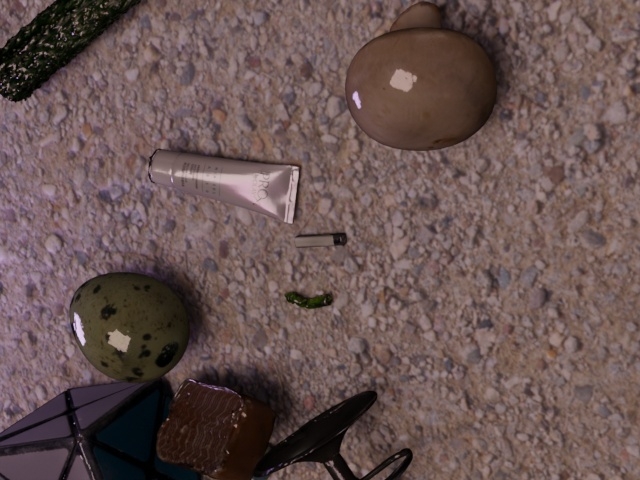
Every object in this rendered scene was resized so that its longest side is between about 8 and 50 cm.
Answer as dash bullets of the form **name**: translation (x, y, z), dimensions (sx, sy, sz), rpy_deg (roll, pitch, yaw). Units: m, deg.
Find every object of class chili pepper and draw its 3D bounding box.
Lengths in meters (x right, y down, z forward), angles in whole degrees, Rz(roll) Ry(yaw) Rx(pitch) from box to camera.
- **chili pepper**: translation (-0.020, 0.094, 1.752), dimensions (0.083, 0.022, 0.027), rpy_deg (2, 141, 28)

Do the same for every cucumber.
- **cucumber**: translation (-0.390, -0.343, 1.755), dimensions (0.359, 0.096, 0.096), rpy_deg (-32, 90, 33)

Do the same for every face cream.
- **face cream**: translation (-0.149, -0.093, 1.739), dimensions (0.244, 0.058, 0.092), rpy_deg (12, 108, 18)

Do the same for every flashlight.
- **flashlight**: translation (0.000, 0.000, 1.706), dimensions (0.083, 0.018, 0.018), rpy_deg (-3, 105, 30)

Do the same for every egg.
- **egg**: translation (-0.320, 0.137, 1.842), dimensions (0.228, 0.177, 0.177), rpy_deg (26, 119, 35)

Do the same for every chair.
- **chair**: translation (0.096, 0.453, 1.698), dimensions (0.227, 0.226, 0.401), rpy_deg (-31, 92, 33)

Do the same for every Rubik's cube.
- **Rubik's cube**: translation (-0.387, 0.407, 1.926), dimensions (0.255, 0.260, 0.259), rpy_deg (-13, 103, 32)

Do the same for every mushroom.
- **mushroom**: translation (0.131, -0.223, 1.476), dimensions (0.204, 0.204, 0.204), rpy_deg (10, 112, 26)

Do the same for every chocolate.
- **chocolate**: translation (-0.171, 0.314, 1.820), dimensions (0.093, 0.148, 0.214), rpy_deg (32, 164, -31)

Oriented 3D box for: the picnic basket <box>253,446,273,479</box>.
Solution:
- **picnic basket**: translation (-0.116, 0.367, 1.880), dimensions (0.083, 0.065, 0.083), rpy_deg (-18, 119, 37)
